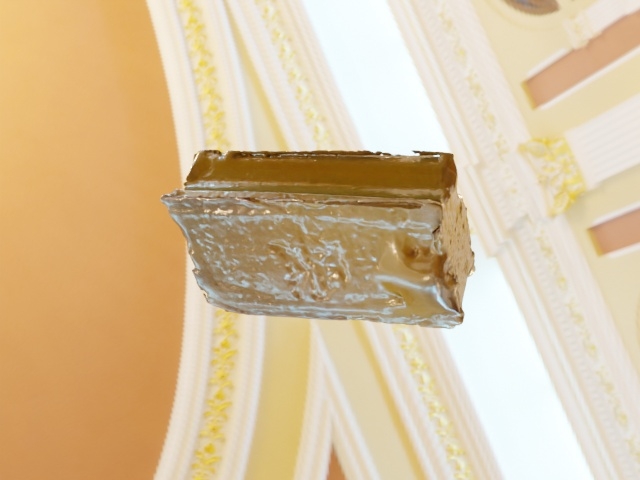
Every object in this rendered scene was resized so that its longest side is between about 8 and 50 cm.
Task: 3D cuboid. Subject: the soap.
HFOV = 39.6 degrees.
[{"bbox_3d":[0.000,-0.001,0.711,0.076,0.233,0.135,-63,-33,-41],"label":"soap"}]
